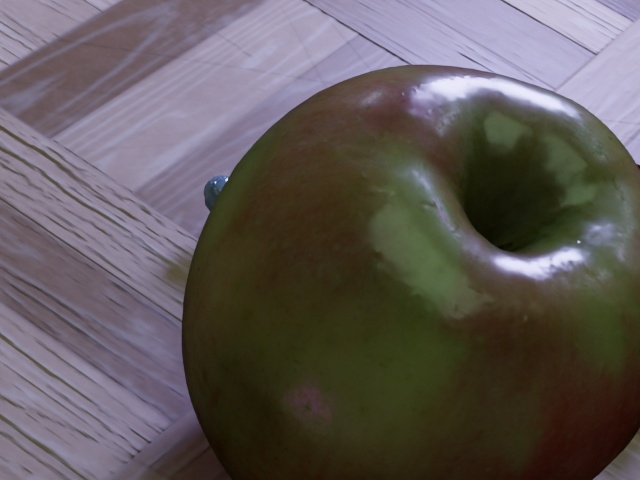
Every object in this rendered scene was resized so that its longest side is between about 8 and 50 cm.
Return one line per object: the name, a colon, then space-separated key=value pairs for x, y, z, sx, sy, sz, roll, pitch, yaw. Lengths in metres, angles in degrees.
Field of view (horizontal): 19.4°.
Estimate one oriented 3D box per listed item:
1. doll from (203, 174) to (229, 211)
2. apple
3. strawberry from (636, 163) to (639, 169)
doll: x=0.001 y=-0.004 z=1.410 sx=0.120 sy=0.075 sz=0.180 roll=-17 pitch=52 yaw=-37
apple: x=0.064 y=0.054 z=1.226 sx=0.319 sy=0.277 sz=0.319 roll=13 pitch=50 yaw=-15
strawberry: x=0.276 y=0.031 z=1.486 sx=0.208 sy=0.087 sz=0.167 roll=14 pitch=54 yaw=-45
